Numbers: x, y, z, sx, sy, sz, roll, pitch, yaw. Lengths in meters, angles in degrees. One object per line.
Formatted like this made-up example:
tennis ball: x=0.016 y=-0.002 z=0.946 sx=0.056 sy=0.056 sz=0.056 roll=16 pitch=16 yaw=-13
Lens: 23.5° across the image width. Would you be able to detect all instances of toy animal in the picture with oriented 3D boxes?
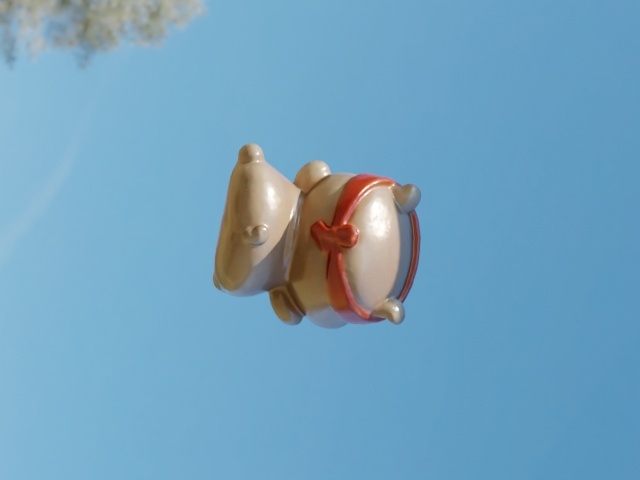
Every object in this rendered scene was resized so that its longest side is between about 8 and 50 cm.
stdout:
toy animal: x=0.000 y=0.000 z=1.498 sx=0.171 sy=0.197 sz=0.171 roll=-167 pitch=-90 yaw=-89
